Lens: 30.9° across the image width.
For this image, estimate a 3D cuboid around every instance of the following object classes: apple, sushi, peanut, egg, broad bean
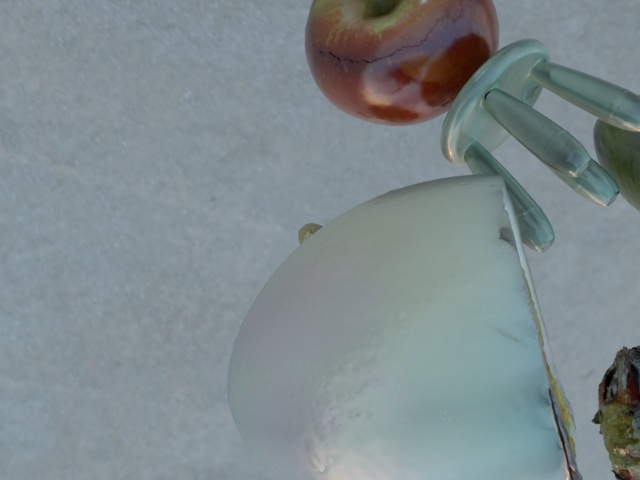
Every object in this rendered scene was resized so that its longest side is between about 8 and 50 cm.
[{"bbox_3d":[0.112,-0.275,1.594,0.271,0.252,0.206,-13,143,18],"label":"apple"},{"bbox_3d":[0.417,0.253,1.542,0.097,0.226,0.103,-7,172,23],"label":"sushi"},{"bbox_3d":[0.000,0.000,1.869,0.054,0.054,0.113,-52,150,10],"label":"peanut"},{"bbox_3d":[0.071,0.130,1.202,0.339,0.354,0.354,-15,135,11],"label":"egg"},{"bbox_3d":[0.466,-0.104,1.589,0.121,0.263,0.189,-17,114,-1],"label":"broad bean"}]

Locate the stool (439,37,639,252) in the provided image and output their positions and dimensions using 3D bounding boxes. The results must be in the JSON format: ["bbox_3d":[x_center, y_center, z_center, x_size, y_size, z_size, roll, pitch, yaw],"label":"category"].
[{"bbox_3d":[0.286,-0.128,1.489,0.195,0.198,0.195,-32,154,-33],"label":"stool"}]
